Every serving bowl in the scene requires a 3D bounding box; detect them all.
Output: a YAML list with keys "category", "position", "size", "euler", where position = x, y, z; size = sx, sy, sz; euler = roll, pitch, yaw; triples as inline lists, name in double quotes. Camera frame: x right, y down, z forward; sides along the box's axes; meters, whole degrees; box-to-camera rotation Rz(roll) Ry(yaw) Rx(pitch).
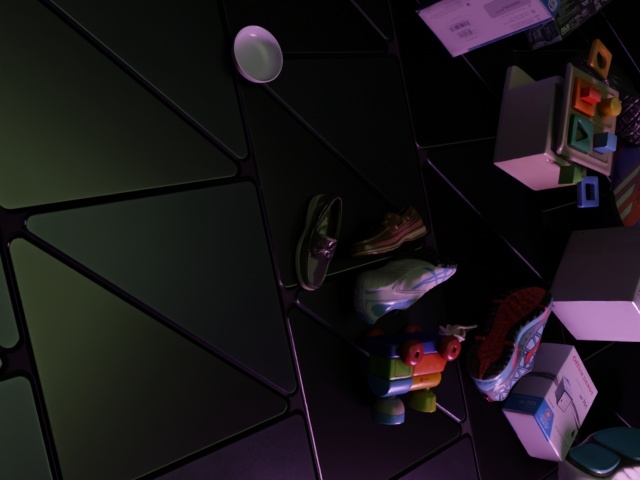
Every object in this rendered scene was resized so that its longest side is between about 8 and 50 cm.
- category: "serving bowl"
  position: [-0.097, -0.270, 0.927]
  size: [0.083, 0.027, 0.083]
  euler: [5, 82, -38]

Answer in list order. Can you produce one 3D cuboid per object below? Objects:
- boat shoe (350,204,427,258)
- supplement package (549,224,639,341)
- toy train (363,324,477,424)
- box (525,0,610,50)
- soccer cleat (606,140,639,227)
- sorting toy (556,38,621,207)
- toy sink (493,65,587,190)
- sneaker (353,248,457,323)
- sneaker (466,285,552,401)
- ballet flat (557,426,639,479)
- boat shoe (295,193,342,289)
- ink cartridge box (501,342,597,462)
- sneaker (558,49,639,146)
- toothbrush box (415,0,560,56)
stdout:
- category: "boat shoe"
  position: [0.106, -0.014, 1.043]
  size: [0.178, 0.064, 0.060]
  euler: [-22, 94, -44]
- category: "supplement package"
  position: [0.631, 0.093, 1.355]
  size: [0.149, 0.194, 0.203]
  euler: [45, 61, -25]
- category: "toy train"
  position: [0.181, 0.219, 1.057]
  size: [0.248, 0.105, 0.143]
  euler: [2, 95, -38]
- category: "box"
  position: [0.535, -0.602, 1.425]
  size: [0.307, 0.077, 0.242]
  euler: [-40, 109, -34]
- category: "soccer cleat"
  position: [0.735, -0.123, 1.462]
  size: [0.109, 0.116, 0.318]
  euler: [39, 47, -31]
- category: "sorting toy"
  position: [0.541, -0.238, 1.246]
  size: [0.196, 0.047, 0.347]
  euler: [14, 81, -36]
- category: "toy sink"
  position: [0.468, -0.244, 1.302]
  size: [0.153, 0.131, 0.234]
  euler: [25, 71, -35]
- category: "sneaker"
  position: [0.141, 0.073, 1.056]
  size: [0.237, 0.085, 0.086]
  euler: [-16, 122, -41]
- category: "sneaker"
  position: [0.366, 0.197, 1.218]
  size: [0.262, 0.104, 0.125]
  euler: [-44, 129, -28]
- category: "ballet flat"
  position: [0.609, 0.491, 1.349]
  size: [0.400, 0.139, 0.139]
  euler: [5, 82, -45]
- category: "boat shoe"
  position: [0.000, 0.000, 0.962]
  size: [0.056, 0.049, 0.152]
  euler: [15, 77, -37]
- category: "ink cartridge box"
  position: [0.465, 0.322, 1.276]
  size: [0.190, 0.082, 0.139]
  euler: [-45, 113, -30]
- category: "sneaker"
  position: [0.689, -0.341, 1.466]
  size: [0.286, 0.109, 0.130]
  euler: [44, 49, -3]
- category: "toothbrush box"
  position: [0.334, -0.504, 1.139]
  size: [0.126, 0.216, 0.295]
  euler: [39, 62, -29]
